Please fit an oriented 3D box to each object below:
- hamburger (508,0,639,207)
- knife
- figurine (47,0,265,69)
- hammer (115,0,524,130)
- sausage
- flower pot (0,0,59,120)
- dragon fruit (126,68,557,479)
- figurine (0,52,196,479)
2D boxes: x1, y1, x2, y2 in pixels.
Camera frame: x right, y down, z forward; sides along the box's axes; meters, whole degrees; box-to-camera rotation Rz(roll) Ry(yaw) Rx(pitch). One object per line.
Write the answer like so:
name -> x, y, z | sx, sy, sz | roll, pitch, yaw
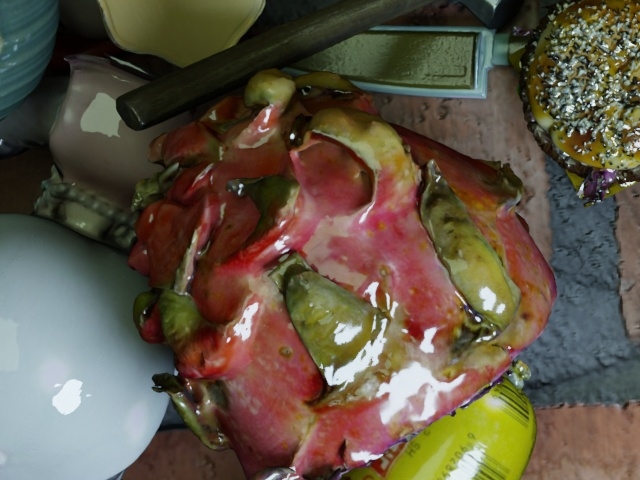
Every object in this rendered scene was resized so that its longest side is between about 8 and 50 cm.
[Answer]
hamburger -> 0.236, -0.116, 1.538 | 0.164, 0.093, 0.189 | -39, 85, 12
knife -> 0.125, -0.148, 1.626 | 0.343, 0.027, 0.061 | 3, 82, 17
figurine -> -0.153, -0.226, 1.635 | 0.208, 0.181, 0.257 | -61, 26, -7
hammer -> -0.003, -0.161, 1.547 | 0.365, 0.043, 0.111 | -27, 61, -30
sausage -> 0.049, 0.230, 1.507 | 0.123, 0.123, 0.347 | 34, 87, 20
flower pot -> -0.293, -0.195, 1.480 | 0.189, 0.243, 0.157 | -14, 30, -2
dragon fruit -> 0.000, 0.000, 1.434 | 0.296, 0.314, 0.263 | -27, 102, 10
figurine -> -0.222, 0.036, 1.579 | 0.253, 0.211, 0.361 | 20, 84, 11
